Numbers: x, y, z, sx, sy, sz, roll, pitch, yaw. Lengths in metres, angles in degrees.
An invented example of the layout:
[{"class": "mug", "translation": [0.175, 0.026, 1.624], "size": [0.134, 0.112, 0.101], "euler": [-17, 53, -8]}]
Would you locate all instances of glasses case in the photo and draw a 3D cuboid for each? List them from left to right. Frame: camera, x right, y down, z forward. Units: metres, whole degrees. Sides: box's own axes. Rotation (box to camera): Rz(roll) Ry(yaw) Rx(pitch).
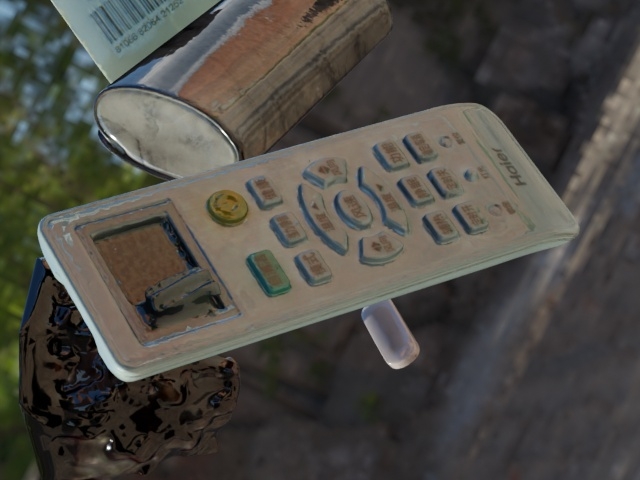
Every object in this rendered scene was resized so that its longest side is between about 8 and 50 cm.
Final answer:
[{"class": "glasses case", "translation": [-0.045, -0.126, 1.376], "size": [0.299, 0.114, 0.060], "euler": [-48, -24, -57]}, {"class": "glasses case", "translation": [0.061, 0.081, 1.724], "size": [0.032, 0.021, 0.083], "euler": [-33, 43, 1]}]

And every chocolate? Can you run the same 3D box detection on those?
[{"class": "chocolate", "translation": [-0.156, 0.117, 1.753], "size": [0.206, 0.177, 0.224], "euler": [-85, -7, -46]}]

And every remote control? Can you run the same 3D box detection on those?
[{"class": "remote control", "translation": [0.000, -0.001, 1.028], "size": [0.293, 0.103, 0.051], "euler": [-15, -33, -31]}]

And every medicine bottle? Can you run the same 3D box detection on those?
[{"class": "medicine bottle", "translation": [-0.114, -0.197, 1.678], "size": [0.137, 0.141, 0.250], "euler": [-36, -4, 11]}]
